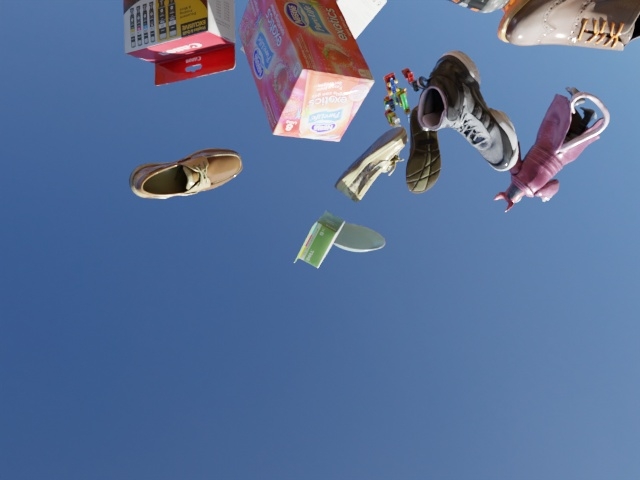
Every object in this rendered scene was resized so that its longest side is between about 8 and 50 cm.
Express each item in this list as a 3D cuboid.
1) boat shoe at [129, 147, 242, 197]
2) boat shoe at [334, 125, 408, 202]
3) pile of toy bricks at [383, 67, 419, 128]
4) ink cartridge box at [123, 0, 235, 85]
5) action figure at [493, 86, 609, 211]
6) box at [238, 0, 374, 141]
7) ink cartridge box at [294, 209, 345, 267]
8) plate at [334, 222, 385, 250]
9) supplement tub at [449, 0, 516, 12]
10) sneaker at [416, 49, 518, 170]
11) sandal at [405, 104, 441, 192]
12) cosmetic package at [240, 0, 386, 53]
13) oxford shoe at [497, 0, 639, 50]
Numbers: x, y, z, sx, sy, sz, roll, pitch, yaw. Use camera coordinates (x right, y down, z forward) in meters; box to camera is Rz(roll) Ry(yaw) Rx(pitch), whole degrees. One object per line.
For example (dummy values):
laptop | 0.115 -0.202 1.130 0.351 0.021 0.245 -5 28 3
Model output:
boat shoe | -0.375 -0.181 1.909 0.324 0.122 0.120 -18 -159 -20
boat shoe | 0.151 -0.203 1.792 0.089 0.285 0.104 42 -131 -8
pile of toy bricks | 0.246 -0.474 2.157 0.118 0.212 0.105 -27 -133 -7
ink cartridge box | -0.396 -0.602 1.875 0.130 0.310 0.271 2 -96 -60
action figure | 0.642 -0.222 1.869 0.248 0.370 0.275 35 -171 -12
box | -0.037 -0.342 1.222 0.142 0.154 0.300 1 -128 -28
ink cartridge box | 0.000 0.000 1.712 0.062 0.109 0.209 29 -164 2
plate | 0.091 -0.004 1.906 0.188 0.024 0.188 8 -157 -3
supplement tub | 0.323 -0.654 1.525 0.338 0.207 0.207 18 -139 -5
sneaker | 0.282 -0.233 1.328 0.153 0.101 0.268 -39 -78 -33
sandal | 0.252 -0.229 1.674 0.090 0.219 0.060 -5 -172 -3
cosmetic package | -0.022 -0.588 1.831 0.155 0.365 0.197 22 -156 -53
oxford shoe | 0.504 -0.416 1.232 0.364 0.130 0.132 -17 -124 -12
